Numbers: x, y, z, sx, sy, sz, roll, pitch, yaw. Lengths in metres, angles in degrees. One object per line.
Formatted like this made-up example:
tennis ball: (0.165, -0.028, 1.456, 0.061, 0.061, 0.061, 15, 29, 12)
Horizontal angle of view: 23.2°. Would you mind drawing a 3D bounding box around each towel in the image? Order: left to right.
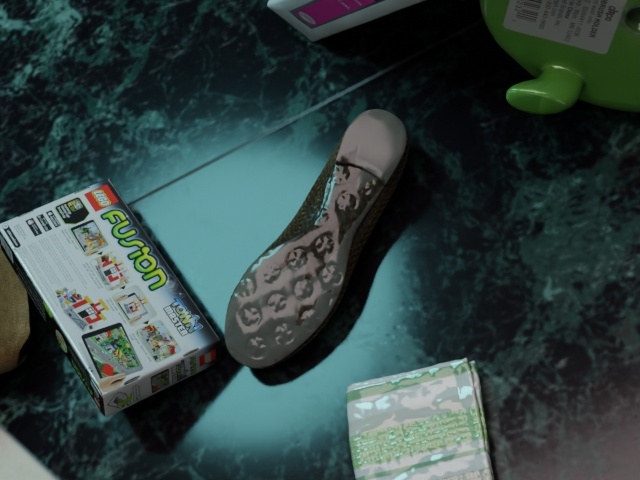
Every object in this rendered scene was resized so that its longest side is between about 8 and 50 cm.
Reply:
towel: (0.082, 0.177, 1.240, 0.113, 0.023, 0.152, -15, 65, 15)

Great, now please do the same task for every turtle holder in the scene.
turtle holder: (0.292, -0.233, 1.229, 0.320, 0.243, 0.227, -5, 48, 26)

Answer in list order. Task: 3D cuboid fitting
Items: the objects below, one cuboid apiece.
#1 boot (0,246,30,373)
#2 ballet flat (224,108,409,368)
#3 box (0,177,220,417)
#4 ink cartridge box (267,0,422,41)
boot: (-0.345, 0.007, 1.440, 0.115, 0.112, 0.305, -9, 54, -19)
ballet flat: (0.000, 0.000, 1.334, 0.084, 0.058, 0.250, 29, 83, 6)
box: (-0.186, 0.046, 1.358, 0.114, 0.036, 0.207, -24, 57, -21)
ink cartridge box: (0.075, -0.269, 1.281, 0.069, 0.371, 0.176, 37, 79, -13)
